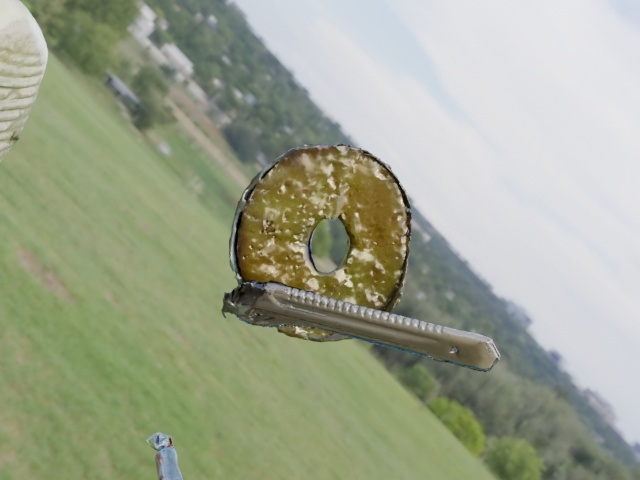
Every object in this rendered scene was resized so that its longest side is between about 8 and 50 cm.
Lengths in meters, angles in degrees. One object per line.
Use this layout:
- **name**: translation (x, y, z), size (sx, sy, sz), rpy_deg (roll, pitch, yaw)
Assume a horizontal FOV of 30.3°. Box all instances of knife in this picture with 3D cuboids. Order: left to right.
- **knife**: translation (0.049, 0.105, 1.505), size (0.365, 0.043, 0.089), rpy_deg (11, -32, 13)

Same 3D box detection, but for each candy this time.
- **candy**: translation (-0.143, 0.215, 1.097), size (0.030, 0.020, 0.083), rpy_deg (9, 46, -27)

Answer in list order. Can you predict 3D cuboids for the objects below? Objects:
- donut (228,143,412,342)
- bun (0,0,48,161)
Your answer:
- **donut**: translation (0.000, 0.000, 1.612), size (0.272, 0.272, 0.107), rpy_deg (46, 0, -12)
- **bun**: translation (-0.340, -0.122, 1.018), size (0.116, 0.237, 0.210), rpy_deg (33, 23, 11)
